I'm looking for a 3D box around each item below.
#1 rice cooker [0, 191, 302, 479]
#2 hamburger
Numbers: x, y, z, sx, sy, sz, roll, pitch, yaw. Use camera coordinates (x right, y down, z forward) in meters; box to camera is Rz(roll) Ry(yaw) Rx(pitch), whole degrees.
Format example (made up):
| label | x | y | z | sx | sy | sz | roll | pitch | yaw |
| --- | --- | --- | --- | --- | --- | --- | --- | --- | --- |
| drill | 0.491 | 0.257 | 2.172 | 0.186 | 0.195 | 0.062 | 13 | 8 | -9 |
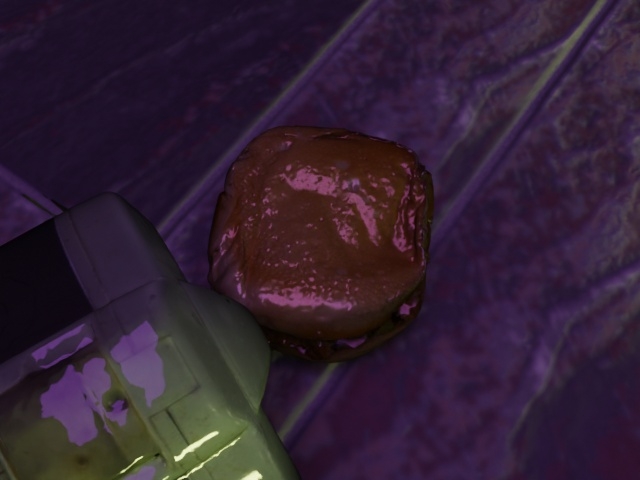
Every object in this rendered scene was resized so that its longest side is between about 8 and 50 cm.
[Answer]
| label | x | y | z | sx | sy | sz | roll | pitch | yaw |
| --- | --- | --- | --- | --- | --- | --- | --- | --- | --- |
| rice cooker | -0.159 | 0.128 | 0.467 | 0.277 | 0.288 | 0.288 | -31 | 65 | -11 |
| hamburger | -0.002 | 0.000 | 0.622 | 0.213 | 0.108 | 0.214 | -1 | 64 | 1 |
